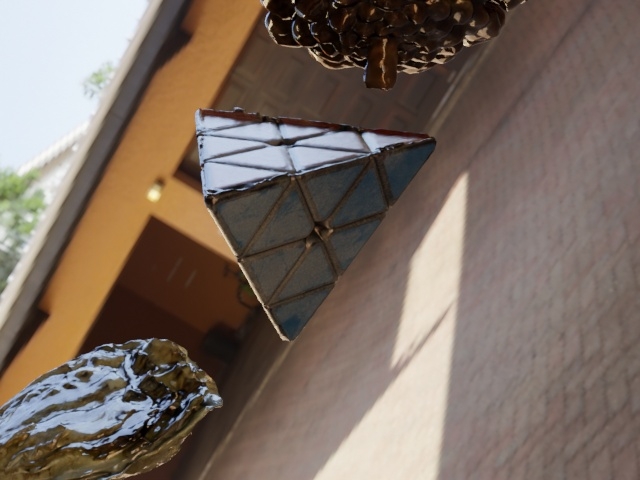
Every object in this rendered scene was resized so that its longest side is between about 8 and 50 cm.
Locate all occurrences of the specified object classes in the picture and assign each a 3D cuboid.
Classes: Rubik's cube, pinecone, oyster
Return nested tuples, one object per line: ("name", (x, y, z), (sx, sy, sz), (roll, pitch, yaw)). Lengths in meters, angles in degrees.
("Rubik's cube", (0.000, 0.000, 0.788), (0.211, 0.190, 0.178), (-99, 5, -64))
("pinecone", (0.057, -0.256, 0.729), (0.244, 0.244, 0.309), (129, 158, -63))
("oyster", (-0.129, 0.105, 0.528), (0.125, 0.064, 0.177), (-33, 15, -39))
